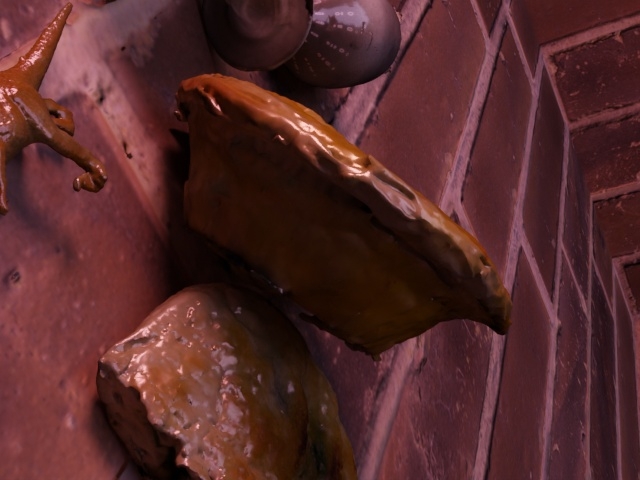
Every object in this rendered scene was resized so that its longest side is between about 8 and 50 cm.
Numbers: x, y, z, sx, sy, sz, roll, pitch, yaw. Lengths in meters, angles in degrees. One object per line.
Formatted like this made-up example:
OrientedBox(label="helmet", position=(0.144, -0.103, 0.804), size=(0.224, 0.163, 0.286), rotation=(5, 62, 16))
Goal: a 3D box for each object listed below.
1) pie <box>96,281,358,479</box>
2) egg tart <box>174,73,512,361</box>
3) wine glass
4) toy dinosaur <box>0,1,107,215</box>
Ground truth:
OrientedBox(label="pie", position=(-0.042, 0.193, 0.624), size=(0.337, 0.075, 0.338), rotation=(43, 38, -47))
OrientedBox(label="egg tart", position=(0.000, 0.000, 0.665), size=(0.120, 0.315, 0.315), rotation=(-56, 141, -5))
OrientedBox(label="wine glass", position=(-0.006, -0.217, 0.868), size=(0.241, 0.126, 0.127), rotation=(-12, 87, -62))
OrientedBox(label="toy dinosaur", position=(-0.189, -0.090, 0.522), size=(0.126, 0.039, 0.162), rotation=(12, 64, -61))
